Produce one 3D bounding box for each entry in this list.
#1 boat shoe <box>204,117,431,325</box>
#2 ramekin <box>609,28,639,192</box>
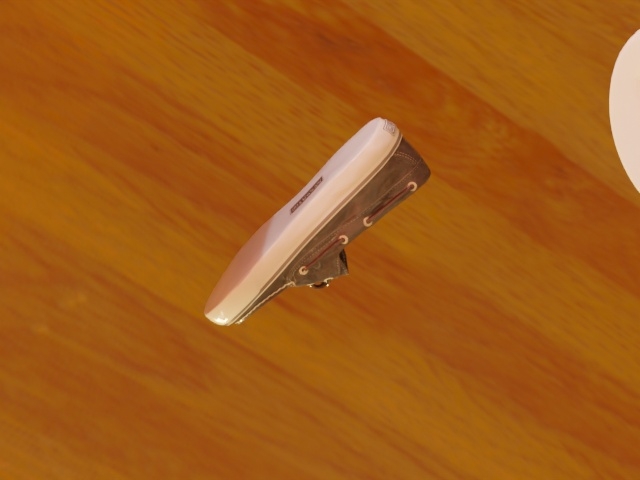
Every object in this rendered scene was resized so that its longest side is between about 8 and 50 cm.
[{"bbox_3d":[0.000,0.000,1.217,0.076,0.080,0.228,40,103,-15],"label":"boat shoe"},{"bbox_3d":[0.468,-0.150,1.749,0.135,0.277,0.277,-16,109,-24],"label":"ramekin"}]
